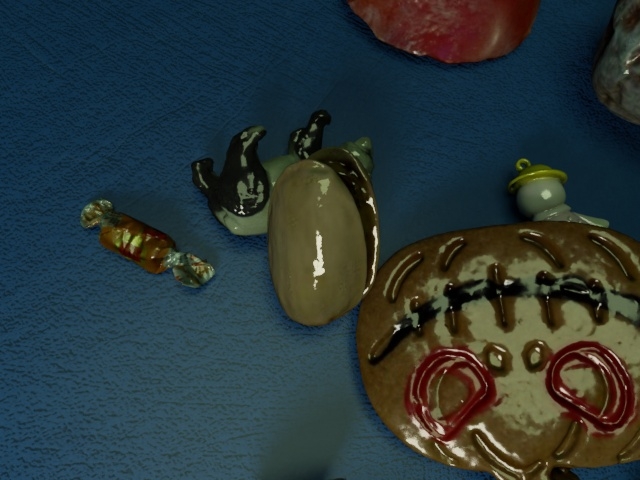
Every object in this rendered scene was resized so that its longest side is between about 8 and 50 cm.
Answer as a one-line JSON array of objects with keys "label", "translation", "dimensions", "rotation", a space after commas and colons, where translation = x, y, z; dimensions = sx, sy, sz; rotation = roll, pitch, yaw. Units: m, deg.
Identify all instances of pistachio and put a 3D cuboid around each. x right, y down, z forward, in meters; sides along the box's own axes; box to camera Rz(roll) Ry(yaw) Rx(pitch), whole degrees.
[{"label": "pistachio", "translation": [0.000, 0.000, 0.610], "dimensions": [0.131, 0.129, 0.206], "rotation": [7, 114, 16]}]

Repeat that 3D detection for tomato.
[{"label": "tomato", "translation": [0.190, -0.400, 0.752], "dimensions": [0.309, 0.170, 0.309], "rotation": [1, 73, -4]}]

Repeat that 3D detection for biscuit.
[{"label": "biscuit", "translation": [0.225, 0.135, 0.601], "dimensions": [0.367, 0.063, 0.314], "rotation": [-5, 75, 9]}]

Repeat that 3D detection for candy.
[{"label": "candy", "translation": [-0.213, 0.003, 0.649], "dimensions": [0.182, 0.046, 0.053], "rotation": [29, 70, 5]}]

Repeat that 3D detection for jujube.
[{"label": "jujube", "translation": [0.529, -0.230, 0.716], "dimensions": [0.317, 0.226, 0.226], "rotation": [28, 72, 11]}]

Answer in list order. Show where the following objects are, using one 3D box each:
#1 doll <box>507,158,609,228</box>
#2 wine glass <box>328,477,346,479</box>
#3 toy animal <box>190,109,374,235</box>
[{"label": "doll", "translation": [0.304, -0.016, 0.695], "dimensions": [0.129, 0.081, 0.207], "rotation": [-19, 73, -6]}, {"label": "wine glass", "translation": [0.006, 0.370, 0.523], "dimensions": [0.126, 0.126, 0.241], "rotation": [-17, 74, -11]}, {"label": "toy animal", "translation": [-0.036, -0.084, 0.672], "dimensions": [0.225, 0.094, 0.121], "rotation": [-22, 88, -23]}]
